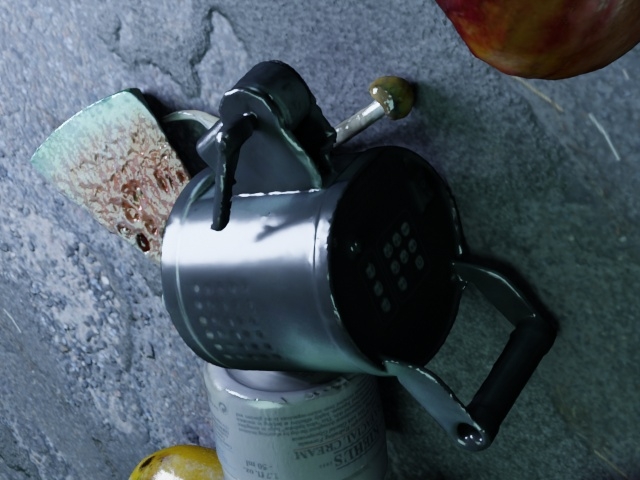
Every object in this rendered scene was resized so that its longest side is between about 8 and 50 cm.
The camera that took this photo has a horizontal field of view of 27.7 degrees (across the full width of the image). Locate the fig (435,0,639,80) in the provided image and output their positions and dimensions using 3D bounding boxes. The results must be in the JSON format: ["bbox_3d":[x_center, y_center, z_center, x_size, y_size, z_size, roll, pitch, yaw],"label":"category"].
[{"bbox_3d":[0.155,-0.239,0.892,0.224,0.224,0.263,24,156,23],"label":"fig"}]

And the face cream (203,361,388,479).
[{"bbox_3d":[-0.024,0.176,1.332,0.177,0.177,0.152,11,124,32],"label":"face cream"}]

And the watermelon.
[{"bbox_3d":[-0.169,-0.047,1.374,0.154,0.094,0.241,-34,96,35],"label":"watermelon"}]

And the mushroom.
[{"bbox_3d":[-0.033,-0.110,1.254,0.306,0.043,0.068,-6,95,41],"label":"mushroom"}]

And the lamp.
[{"bbox_3d":[-0.008,0.030,1.209,0.374,0.205,0.272,51,139,-11],"label":"lamp"}]

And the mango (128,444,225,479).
[{"bbox_3d":[-0.087,0.354,1.525,0.316,0.146,0.192,33,141,7],"label":"mango"}]
